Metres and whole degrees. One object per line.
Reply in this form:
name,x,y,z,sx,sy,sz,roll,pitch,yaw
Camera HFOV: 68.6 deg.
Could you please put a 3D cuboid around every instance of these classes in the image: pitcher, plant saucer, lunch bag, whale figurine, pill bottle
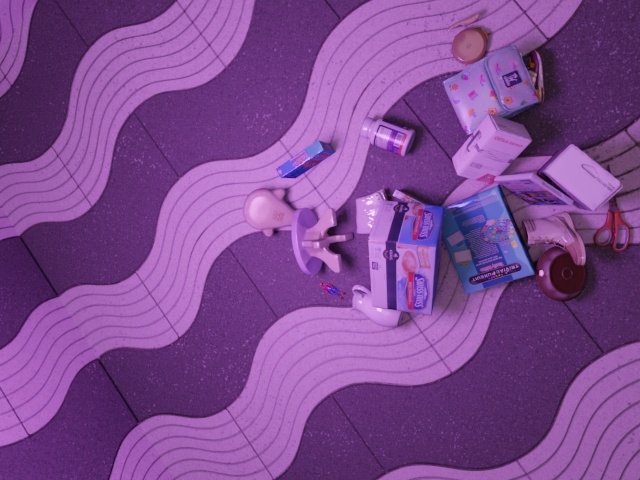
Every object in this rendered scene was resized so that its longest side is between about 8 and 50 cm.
pitcher,0.222,0.253,1.856,0.207,0.178,0.125,19,61,19
plant saucer,0.856,0.116,1.644,0.198,0.036,0.199,0,87,-9
lunch bag,0.597,-0.518,1.636,0.262,0.160,0.223,-24,87,29
whale figurine,-0.191,-0.121,1.993,0.272,0.141,0.216,14,102,-8
pill bottle,0.256,-0.404,1.803,0.193,0.108,0.108,25,103,15

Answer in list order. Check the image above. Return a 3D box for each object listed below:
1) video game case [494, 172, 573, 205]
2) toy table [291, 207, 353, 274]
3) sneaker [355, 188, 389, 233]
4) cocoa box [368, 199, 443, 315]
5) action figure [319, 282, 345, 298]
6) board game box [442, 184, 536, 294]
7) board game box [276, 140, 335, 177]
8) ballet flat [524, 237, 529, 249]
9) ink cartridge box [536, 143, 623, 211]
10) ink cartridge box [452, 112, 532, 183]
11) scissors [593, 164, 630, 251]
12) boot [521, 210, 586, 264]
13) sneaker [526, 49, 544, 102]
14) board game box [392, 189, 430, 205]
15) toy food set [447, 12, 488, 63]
video game case,0.718,-0.171,1.592,0.183,0.201,0.023,29,87,-13
toy table,0.000,0.000,1.877,0.161,0.252,0.274,-5,107,35
sneaker,0.273,-0.120,1.828,0.292,0.108,0.169,-4,98,21
cocoa box,0.313,0.065,1.695,0.228,0.231,0.347,7,132,17
action figure,0.045,0.209,1.985,0.115,0.030,0.038,27,109,17
board game box,0.596,-0.001,1.725,0.253,0.079,0.336,-23,89,30
board game box,-0.058,-0.323,1.892,0.210,0.160,0.047,-31,86,20
ballet flat,0.758,0.010,1.717,0.041,0.041,0.114,38,106,12
ink cartridge box,0.836,-0.203,1.537,0.197,0.273,0.114,44,107,10
ink cartridge box,0.588,-0.314,1.625,0.218,0.158,0.092,124,149,-46
scissors,1.022,-0.110,1.621,0.109,0.021,0.297,8,97,21
boot,0.802,0.004,1.620,0.165,0.077,0.213,-11,56,7
sneaker,0.731,-0.568,1.643,0.084,0.069,0.185,-7,92,19
board game box,0.359,-0.149,1.797,0.154,0.103,0.026,30,105,14
toy food set,0.548,-0.709,1.713,0.132,0.038,0.192,-16,96,27
